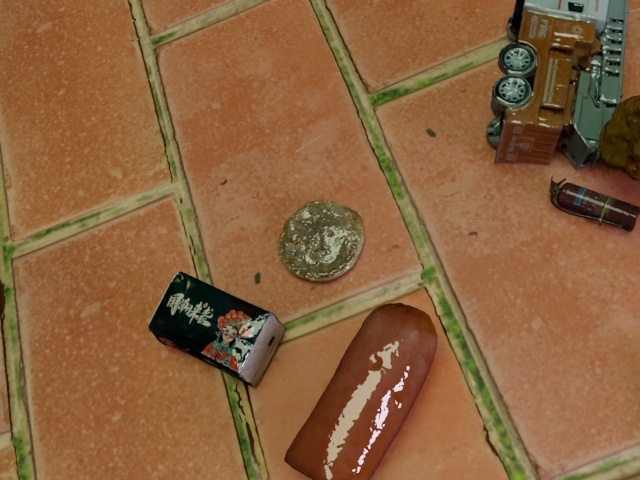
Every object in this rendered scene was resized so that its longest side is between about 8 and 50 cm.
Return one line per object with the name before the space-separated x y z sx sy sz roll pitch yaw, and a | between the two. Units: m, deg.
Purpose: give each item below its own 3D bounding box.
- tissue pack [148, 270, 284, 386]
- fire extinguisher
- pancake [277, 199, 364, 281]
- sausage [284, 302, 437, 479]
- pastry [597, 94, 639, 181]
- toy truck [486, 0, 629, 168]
tissue pack | -0.151 0.126 1.133 0.170 0.090 0.103 20 73 25
fire extinguisher | 0.378 -0.051 1.105 0.132 0.039 0.056 24 63 25
pancake | 0.000 0.000 1.195 0.139 0.022 0.139 -6 63 13
sausage | 0.063 0.201 1.024 0.113 0.113 0.259 25 74 26
pastry | 0.487 -0.144 1.009 0.235 0.240 0.132 3 85 0
toy truck | 0.362 -0.276 1.177 0.184 0.133 0.338 12 70 10
